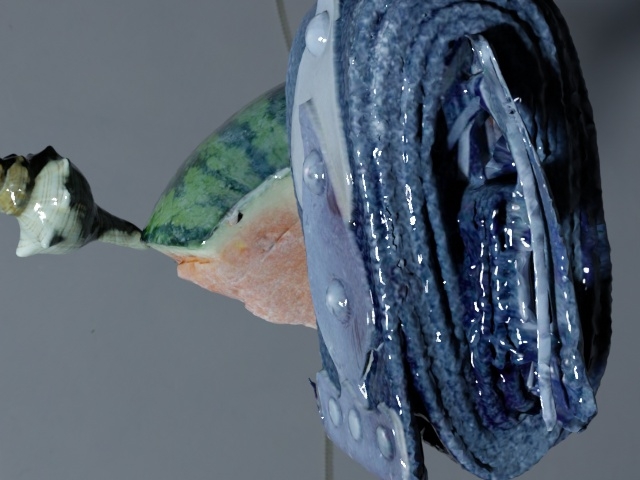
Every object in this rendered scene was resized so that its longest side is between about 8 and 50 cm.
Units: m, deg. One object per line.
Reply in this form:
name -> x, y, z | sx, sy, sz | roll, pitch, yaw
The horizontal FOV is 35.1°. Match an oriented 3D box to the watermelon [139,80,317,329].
watermelon -> -0.004, -0.042, 0.977 | 0.292, 0.283, 0.250 | 19, 99, -8

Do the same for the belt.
belt -> 0.058, -0.011, 0.424 | 0.122, 0.128, 0.218 | -12, 98, -20

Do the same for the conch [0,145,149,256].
conch -> -0.324, -0.028, 1.207 | 0.137, 0.234, 0.114 | 0, 52, 24
